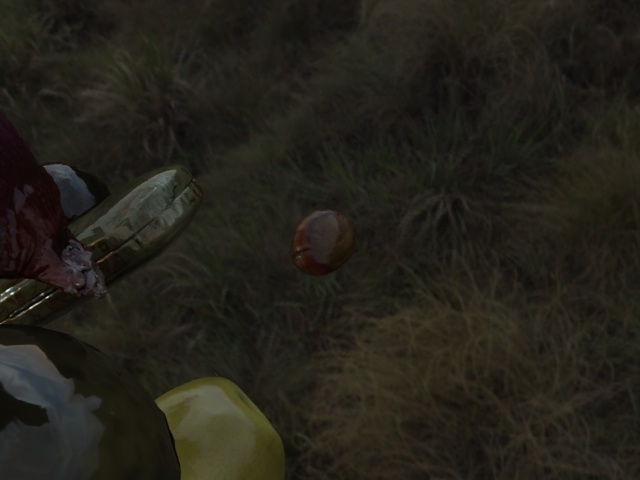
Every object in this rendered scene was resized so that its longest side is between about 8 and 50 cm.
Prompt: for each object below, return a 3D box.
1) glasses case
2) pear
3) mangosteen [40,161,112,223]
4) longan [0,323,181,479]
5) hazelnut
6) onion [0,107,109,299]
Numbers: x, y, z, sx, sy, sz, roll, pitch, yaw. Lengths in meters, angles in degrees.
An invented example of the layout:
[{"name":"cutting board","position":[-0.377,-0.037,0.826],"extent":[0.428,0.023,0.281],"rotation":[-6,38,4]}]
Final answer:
[{"name":"glasses case","position":[-0.310,0.024,1.202],"extent":[0.425,0.098,0.156],"rotation":[-27,19,40]},{"name":"pear","position":[-0.205,0.402,1.625],"extent":[0.309,0.309,0.309],"rotation":[-12,49,14]},{"name":"mangosteen","position":[-0.446,-0.030,1.509],"extent":[0.230,0.194,0.194],"rotation":[-21,39,-34]},{"name":"longan","position":[-0.346,0.282,1.013],"extent":[0.391,0.391,0.391],"rotation":[-12,49,14]},{"name":"hazelnut","position":[0.000,0.000,1.114],"extent":[0.086,0.086,0.086],"rotation":[-12,49,14]},{"name":"onion","position":[-0.339,-0.069,0.801],"extent":[0.349,0.159,0.267],"rotation":[14,27,-12]}]
